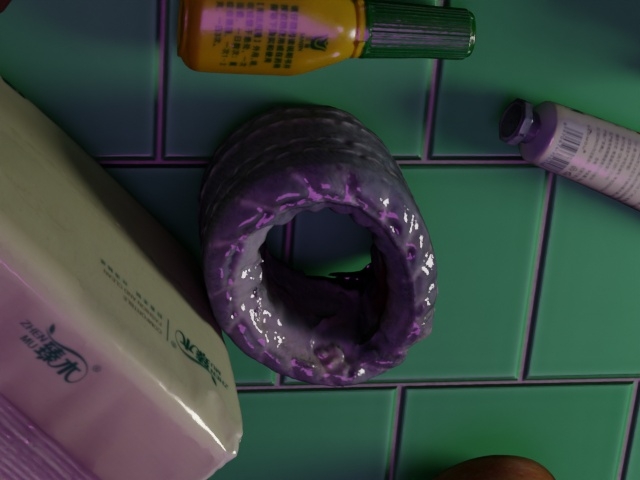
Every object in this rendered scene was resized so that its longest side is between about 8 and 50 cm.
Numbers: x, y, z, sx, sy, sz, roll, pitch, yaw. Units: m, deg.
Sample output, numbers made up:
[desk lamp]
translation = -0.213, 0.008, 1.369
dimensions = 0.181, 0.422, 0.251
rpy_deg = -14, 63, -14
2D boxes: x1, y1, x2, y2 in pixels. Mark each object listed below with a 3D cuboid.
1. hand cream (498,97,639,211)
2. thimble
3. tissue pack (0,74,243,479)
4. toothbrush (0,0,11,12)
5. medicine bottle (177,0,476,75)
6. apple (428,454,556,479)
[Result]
[hand cream]
translation = 0.292, -0.069, 1.655
dimensions = 0.276, 0.059, 0.095
rpy_deg = 20, 112, -24
[thimble]
translation = 0.000, 0.000, 1.577
dimensions = 0.205, 0.172, 0.236
rpy_deg = -42, 115, 17
[tissue pack]
translation = -0.260, 0.045, 1.486
dimensions = 0.207, 0.297, 0.380
rpy_deg = -38, 120, 12
[toothbrush]
translation = -0.179, -0.317, 1.400
dimensions = 0.041, 0.041, 0.364
rpy_deg = 29, 123, -23
[medicine bottle]
translation = 0.007, -0.186, 1.532
dimensions = 0.260, 0.064, 0.095
rpy_deg = 2, 120, -10
[apple]
translation = 0.172, 0.313, 1.765
dimensions = 0.174, 0.188, 0.188
rpy_deg = -15, 120, 8
